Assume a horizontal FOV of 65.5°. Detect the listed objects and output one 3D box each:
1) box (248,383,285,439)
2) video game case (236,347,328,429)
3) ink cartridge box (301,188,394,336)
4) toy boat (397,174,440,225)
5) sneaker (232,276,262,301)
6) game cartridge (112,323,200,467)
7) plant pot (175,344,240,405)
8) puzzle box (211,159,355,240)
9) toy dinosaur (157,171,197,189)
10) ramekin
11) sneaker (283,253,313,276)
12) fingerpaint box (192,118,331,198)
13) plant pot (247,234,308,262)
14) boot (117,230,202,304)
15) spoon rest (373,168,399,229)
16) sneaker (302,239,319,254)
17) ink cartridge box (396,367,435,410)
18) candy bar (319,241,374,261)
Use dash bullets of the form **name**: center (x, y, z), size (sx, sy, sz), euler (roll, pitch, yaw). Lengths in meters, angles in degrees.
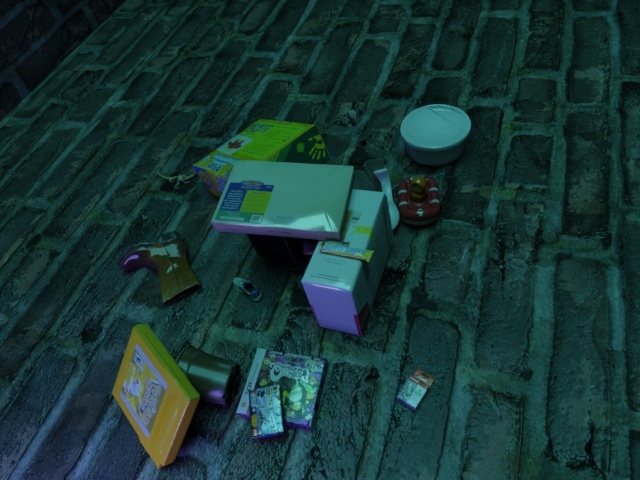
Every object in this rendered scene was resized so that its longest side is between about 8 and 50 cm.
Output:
- **box**: center (-0.154, 0.489, 1.420), size (0.094, 0.027, 0.136), euler (-12, 55, 4)
- **video game case**: center (-0.111, 0.440, 1.491), size (0.232, 0.041, 0.210), euler (5, 55, 16)
- **ink cartridge box**: center (0.101, 0.065, 1.593), size (0.161, 0.279, 0.384), euler (9, 54, 21)
- **toy boat**: center (0.356, -0.169, 1.803), size (0.151, 0.151, 0.230), euler (-4, 51, 10)
- **sneaker**: center (-0.258, 0.158, 1.739), size (0.135, 0.058, 0.052), euler (27, 62, 30)
- **game cartridge**: center (-0.488, 0.450, 1.443), size (0.053, 0.285, 0.324), euler (0, 31, -48)
- **plant pot**: center (-0.338, 0.415, 1.496), size (0.165, 0.166, 0.166), euler (11, 55, 10)
- **puzzle box**: center (-0.113, -0.134, 1.570), size (0.410, 0.052, 0.271), euler (5, 55, 13)
- **toy dinosaur**: center (-0.628, -0.267, 2.177), size (0.183, 0.053, 0.092), euler (-2, 36, 2)
- **ramekin**: center (0.460, -0.414, 1.992), size (0.273, 0.127, 0.272), euler (-7, 51, 8)
- **sneaker**: center (-0.038, 0.070, 1.764), size (0.170, 0.051, 0.089), euler (-35, 56, -13)
- **fingerpaint box**: center (-0.240, -0.305, 1.953), size (0.371, 0.163, 0.445), euler (-40, 33, -19)
- **plant pot**: center (-0.156, -0.039, 1.783), size (0.167, 0.187, 0.188), euler (-7, 30, 29)
- **boot**: center (-0.600, 0.126, 1.845), size (0.264, 0.096, 0.280), euler (-20, 57, -13)
- **spoon rest**: center (0.232, -0.133, 1.851), size (0.137, 0.084, 0.276), euler (-10, 58, 30)
- **sneaker**: center (0.000, 0.000, 1.773), size (0.061, 0.064, 0.158), euler (12, 25, 44)
- **ink cartridge box**: center (0.276, 0.422, 1.427), size (0.063, 0.029, 0.115), euler (26, 62, 29)
- **candy bar**: center (0.072, 0.031, 1.432), size (0.162, 0.018, 0.040), euler (11, 55, 20)
